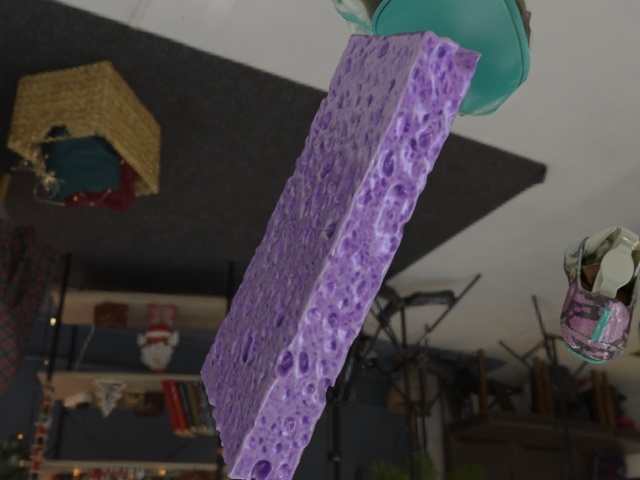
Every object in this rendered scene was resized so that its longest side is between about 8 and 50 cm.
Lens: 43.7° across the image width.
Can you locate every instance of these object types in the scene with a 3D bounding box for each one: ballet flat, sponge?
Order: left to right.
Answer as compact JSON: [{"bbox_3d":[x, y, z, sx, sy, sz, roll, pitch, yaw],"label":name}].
[{"bbox_3d":[0.000,0.000,0.389,0.031,0.210,0.117,21,-171,-18],"label":"sponge"},{"bbox_3d":[0.050,-0.257,0.667,0.147,0.147,0.409,-20,145,34],"label":"ballet flat"},{"bbox_3d":[0.269,0.033,0.748,0.077,0.221,0.079,25,118,10],"label":"ballet flat"}]
